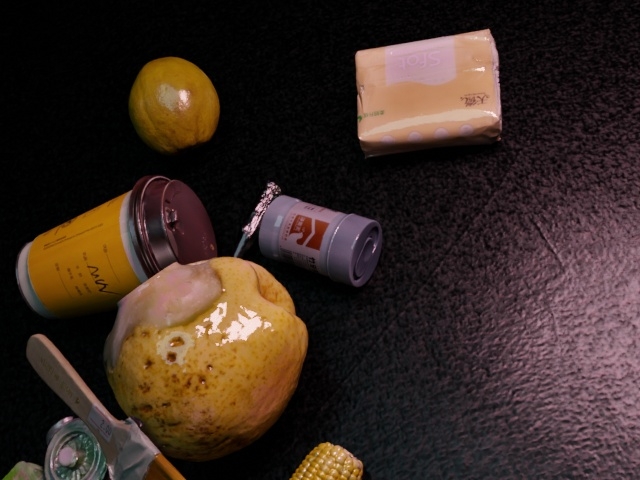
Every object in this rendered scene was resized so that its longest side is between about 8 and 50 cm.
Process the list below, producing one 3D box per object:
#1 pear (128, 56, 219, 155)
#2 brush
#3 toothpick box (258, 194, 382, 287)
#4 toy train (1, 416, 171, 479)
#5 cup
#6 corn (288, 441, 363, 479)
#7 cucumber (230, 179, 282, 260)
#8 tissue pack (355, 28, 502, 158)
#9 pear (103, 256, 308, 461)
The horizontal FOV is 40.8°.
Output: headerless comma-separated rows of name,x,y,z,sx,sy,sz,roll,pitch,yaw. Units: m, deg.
pear,-0.241,-0.218,1.430,0.149,0.149,0.162,-22,75,6
brush,-0.273,0.218,1.049,0.336,0.020,0.085,36,109,34
toothpick box,0.000,0.000,1.249,0.153,0.101,0.101,16,68,26
toy train,-0.282,0.385,1.095,0.249,0.173,0.307,-47,59,0
cup,-0.305,0.025,1.297,0.280,0.196,0.196,-18,57,18
corn,-0.039,0.364,1.070,0.081,0.081,0.248,30,74,29
cucumber,-0.109,-0.019,1.334,0.043,0.039,0.163,2,59,43
tissue pack,0.166,-0.225,1.327,0.222,0.090,0.186,-6,62,16
pear,-0.146,0.148,1.128,0.271,0.271,0.271,-8,60,14
